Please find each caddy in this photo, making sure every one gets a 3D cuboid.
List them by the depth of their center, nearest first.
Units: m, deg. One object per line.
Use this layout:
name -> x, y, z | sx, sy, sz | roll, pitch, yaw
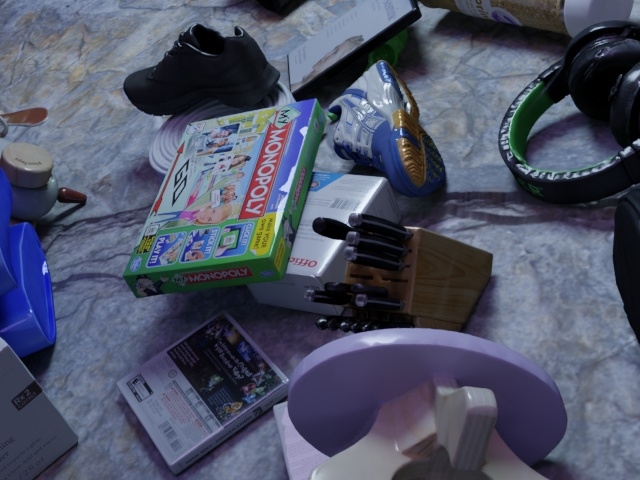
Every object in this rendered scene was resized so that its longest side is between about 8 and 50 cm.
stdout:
caddy -> -0.503, 0.047, 1.471 | 0.179, 0.241, 0.341 | -20, 36, -5

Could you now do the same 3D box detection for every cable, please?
cable -> -0.145, -0.153, 1.634 | 0.257, 0.089, 0.257 | 5, 46, 32

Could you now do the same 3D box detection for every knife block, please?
knife block -> 0.089, 0.018, 1.156 | 0.088, 0.242, 0.276 | 5, 39, 32

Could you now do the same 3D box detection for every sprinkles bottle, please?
sprinkles bottle -> 0.313, -0.401, 1.642 | 0.355, 0.121, 0.121 | 25, 58, 42

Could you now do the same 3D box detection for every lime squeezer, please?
lime squeezer -> 0.087, -0.319, 1.735 | 0.109, 0.059, 0.310 | -6, 42, 22

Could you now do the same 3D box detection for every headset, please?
headset -> 0.401, -0.215, 1.332 | 0.394, 0.185, 0.243 | -34, 37, 6

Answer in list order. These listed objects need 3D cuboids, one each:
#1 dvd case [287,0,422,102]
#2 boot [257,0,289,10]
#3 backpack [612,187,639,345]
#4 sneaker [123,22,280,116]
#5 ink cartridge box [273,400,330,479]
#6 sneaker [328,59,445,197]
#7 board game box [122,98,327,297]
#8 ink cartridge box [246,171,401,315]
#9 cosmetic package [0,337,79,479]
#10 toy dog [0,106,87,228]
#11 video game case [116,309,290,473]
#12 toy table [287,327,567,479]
dvd case -> 0.051, -0.342, 1.742 | 0.253, 0.022, 0.180 | -32, 28, 16
boot -> 0.059, -0.609, 2.024 | 0.445, 0.146, 0.367 | -37, 39, -16
backpack -> 0.487, 0.000, 1.007 | 0.355, 0.273, 0.290 | -4, 34, 7
sneaker -> -0.203, -0.279, 1.643 | 0.286, 0.130, 0.109 | -5, 42, 29
ink cartridge box -> 0.037, 0.239, 1.122 | 0.145, 0.045, 0.179 | -20, 56, 5
sneaker -> 0.088, -0.137, 1.500 | 0.131, 0.112, 0.296 | -34, 33, 16
board game box -> -0.122, -0.063, 1.413 | 0.213, 0.046, 0.317 | -9, 42, 22
ink cartridge box -> 0.000, 0.000, 1.378 | 0.139, 0.082, 0.191 | 7, 49, 35
cosmetic package -> -0.429, 0.207, 1.280 | 0.151, 0.184, 0.151 | -42, 40, -20
toy dog -> -0.504, -0.140, 1.751 | 0.220, 0.161, 0.334 | -43, 56, 41
video game case -> -0.148, 0.182, 1.291 | 0.173, 0.022, 0.190 | -35, 37, -12
toy table -> 0.106, 0.201, 0.967 | 0.274, 0.252, 0.161 | -2, 31, 0
